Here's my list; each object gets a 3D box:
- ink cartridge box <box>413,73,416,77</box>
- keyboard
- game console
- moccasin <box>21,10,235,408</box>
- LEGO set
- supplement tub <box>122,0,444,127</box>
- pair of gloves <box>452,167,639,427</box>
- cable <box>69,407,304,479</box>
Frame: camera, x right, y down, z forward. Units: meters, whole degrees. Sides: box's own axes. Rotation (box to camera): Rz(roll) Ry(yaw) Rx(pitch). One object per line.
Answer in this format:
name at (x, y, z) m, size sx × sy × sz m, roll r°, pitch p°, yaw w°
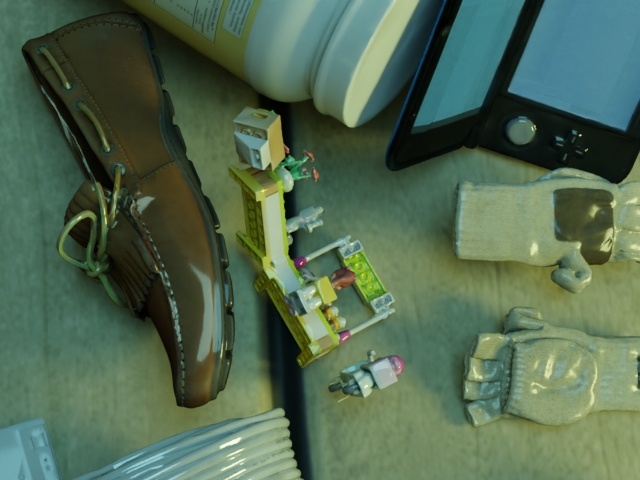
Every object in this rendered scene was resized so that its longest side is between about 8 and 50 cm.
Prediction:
ink cartridge box at (0.065, -0.317, 1.843) m, size 0.186 × 0.065 × 0.311 m, roll -23°, pitch 77°, yaw -17°
keyboard at (-0.242, 0.285, 1.631) m, size 0.072 × 0.014 × 0.256 m, roll -16°, pitch 77°, yaw -10°
game console at (0.219, -0.180, 1.694) m, size 0.250 × 0.173 × 0.293 m, roll 18°, pitch 116°, yaw -6°
moccasin at (-0.175, -0.027, 1.668) m, size 0.147 × 0.139 × 0.380 m, roll -16°, pitch 77°, yaw -14°
LEGO set at (0.000, 0.000, 1.697) m, size 0.107 × 0.132 × 0.287 m, roll -26°, pitch 102°, yaw -22°
supplement tub at (-0.052, -0.274, 1.679) m, size 0.331 × 0.241 × 0.241 m, roll 35°, pitch 70°, yaw 14°
pair of gloves at (0.221, 0.053, 1.752) m, size 0.204 × 0.042 × 0.240 m, roll -6°, pitch 91°, yaw -17°
cable at (-0.136, 0.221, 1.538) m, size 0.257 × 0.257 × 0.089 m, roll -26°, pitch 82°, yaw 17°
